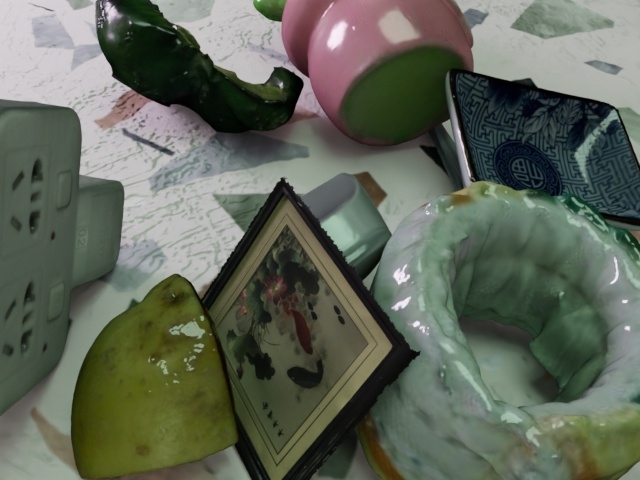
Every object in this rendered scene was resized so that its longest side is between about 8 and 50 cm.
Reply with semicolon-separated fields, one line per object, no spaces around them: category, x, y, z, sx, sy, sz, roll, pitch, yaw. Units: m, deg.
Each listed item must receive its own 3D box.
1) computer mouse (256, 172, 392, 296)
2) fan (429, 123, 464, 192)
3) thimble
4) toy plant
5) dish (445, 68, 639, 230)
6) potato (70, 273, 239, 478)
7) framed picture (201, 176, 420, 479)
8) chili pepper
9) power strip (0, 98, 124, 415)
computer mouse;0.000;0.000;0.709;0.127;0.079;0.231;-28;15;6
fan;0.157;-0.113;0.929;0.057;0.023;0.282;-7;47;-17
thimble;0.155;0.093;0.611;0.254;0.167;0.288;17;47;1
toy plant;0.050;-0.288;0.959;0.210;0.317;0.356;-34;59;7
dish;0.246;-0.086;0.850;0.243;0.080;0.182;7;56;-19
potato;-0.141;0.105;0.580;0.120;0.081;0.149;-14;83;-23
framed picture;-0.033;0.082;0.594;0.010;0.199;0.195;7;37;-45
chili pepper;-0.156;-0.195;0.886;0.264;0.116;0.148;26;21;-14
power strip;-0.272;-0.004;0.619;0.141;0.230;0.261;9;11;1
